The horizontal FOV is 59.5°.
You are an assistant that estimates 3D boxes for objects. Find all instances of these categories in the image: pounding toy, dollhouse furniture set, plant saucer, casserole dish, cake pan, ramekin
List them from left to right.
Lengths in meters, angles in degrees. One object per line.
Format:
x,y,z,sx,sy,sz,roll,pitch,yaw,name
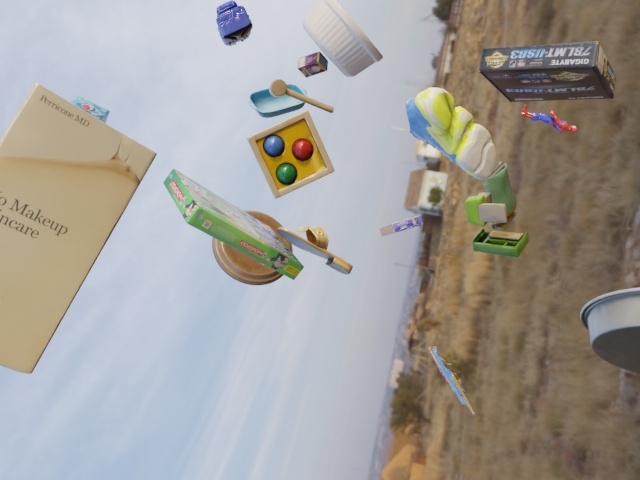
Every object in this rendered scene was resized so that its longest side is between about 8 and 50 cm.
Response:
-0.219,0.015,1.857,0.041,0.277,0.278,128,164,-55,plant saucer
-0.130,-0.428,1.730,0.114,0.188,0.037,55,155,34,casserole dish
-0.049,-0.213,1.078,0.094,0.181,0.206,-115,0,-79,pounding toy
0.059,-0.628,1.727,0.127,0.273,0.273,-40,0,16,ramekin
0.607,-0.111,1.803,0.301,0.151,0.198,-39,-57,-41,dollhouse furniture set
0.561,0.156,0.868,0.293,0.293,0.054,80,-155,-63,cake pan

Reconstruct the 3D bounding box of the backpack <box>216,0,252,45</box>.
-0.248,-0.619,1.601,0.120,0.097,0.101,-175,63,-85,backpack

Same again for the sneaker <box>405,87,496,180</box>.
0.263,-0.220,1.156,0.091,0.126,0.240,-50,-61,-11,sneaker

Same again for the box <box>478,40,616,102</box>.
0.625,-0.452,1.531,0.293,0.295,0.073,9,-90,-56,box

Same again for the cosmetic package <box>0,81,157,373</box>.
-0.353,-0.016,0.687,0.310,0.160,0.113,-62,28,-3,cosmetic package

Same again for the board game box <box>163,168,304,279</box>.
-0.200,-0.035,1.303,0.317,0.213,0.046,33,-81,-39,board game box

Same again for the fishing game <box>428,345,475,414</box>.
0.395,0.406,1.694,0.189,0.041,0.264,61,180,-4,fishing game

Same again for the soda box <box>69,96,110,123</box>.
-0.499,-0.176,1.128,0.210,0.067,0.071,-58,16,24,soda box

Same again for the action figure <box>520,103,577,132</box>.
0.475,-0.251,1.160,0.030,0.115,0.038,-58,-16,-4,action figure

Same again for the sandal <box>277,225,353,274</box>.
-0.003,0.000,1.521,0.079,0.240,0.088,-63,19,-16,sandal

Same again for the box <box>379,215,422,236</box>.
0.212,-0.038,1.467,0.136,0.081,0.028,145,108,-79,box

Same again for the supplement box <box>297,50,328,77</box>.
-0.025,-0.571,1.817,0.055,0.083,0.043,31,-123,-51,supplement box
